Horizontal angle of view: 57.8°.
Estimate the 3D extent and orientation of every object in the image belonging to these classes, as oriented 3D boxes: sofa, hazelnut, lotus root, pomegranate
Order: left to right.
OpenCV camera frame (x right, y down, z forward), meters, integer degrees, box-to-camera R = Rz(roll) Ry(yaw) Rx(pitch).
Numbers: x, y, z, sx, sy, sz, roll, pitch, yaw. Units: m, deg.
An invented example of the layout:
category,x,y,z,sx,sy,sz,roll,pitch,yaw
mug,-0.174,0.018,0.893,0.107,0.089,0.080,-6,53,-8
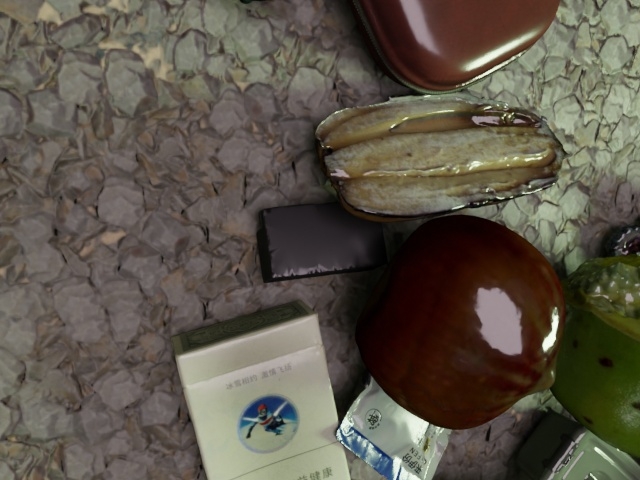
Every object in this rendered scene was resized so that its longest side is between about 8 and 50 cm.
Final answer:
category,x,y,z,sx,sy,sz,roll,pitch,yaw
sofa,0.000,0.000,0.690,0.147,0.060,0.085,-7,83,-17
lotus root,0.146,-0.095,0.700,0.329,0.078,0.167,-7,67,-20
hazelnut,0.159,0.087,0.640,0.229,0.229,0.230,-3,99,-18
pomegranate,0.370,0.134,0.733,0.340,0.260,0.261,4,98,14

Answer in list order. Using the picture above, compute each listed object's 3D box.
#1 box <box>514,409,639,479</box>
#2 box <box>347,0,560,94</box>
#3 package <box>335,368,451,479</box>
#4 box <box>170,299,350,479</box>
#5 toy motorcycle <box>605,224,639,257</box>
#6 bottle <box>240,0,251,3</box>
category,x,y,z,sx,sy,sz,roll,pitch,yaw
box,0.366,0.328,0.831,0.172,0.093,0.124,41,85,-18
box,0.115,-0.369,0.635,0.263,0.108,0.404,-32,106,-16
package,0.111,0.218,0.741,0.171,0.027,0.173,45,59,-23
box,-0.065,0.218,0.687,0.164,0.069,0.257,-14,103,-16
toy motorcycle,0.529,0.004,0.839,0.229,0.094,0.130,-26,110,-2
bottle,-0.133,-0.384,0.545,0.144,0.144,0.336,-43,111,-8
